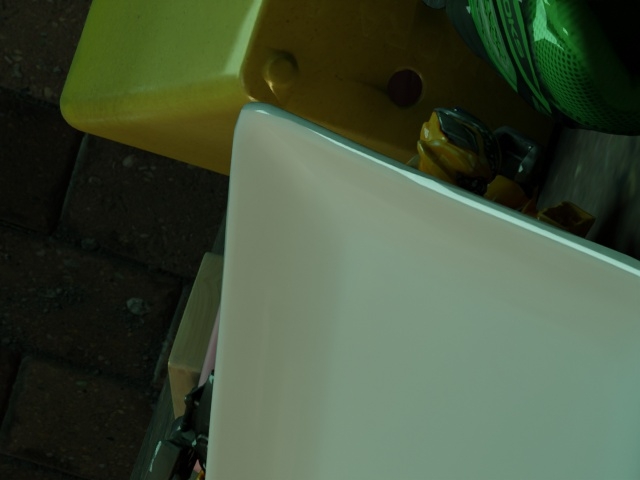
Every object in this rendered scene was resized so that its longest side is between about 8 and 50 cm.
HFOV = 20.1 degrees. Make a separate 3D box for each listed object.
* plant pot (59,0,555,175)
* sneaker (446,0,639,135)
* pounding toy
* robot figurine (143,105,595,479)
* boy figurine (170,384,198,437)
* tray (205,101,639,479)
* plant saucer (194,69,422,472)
[{"bbox_3d":[0.023,-0.119,0.841,0.187,0.212,0.212,-159,86,-71],"label":"plant pot"},{"bbox_3d":[0.128,-0.188,0.505,0.146,0.134,0.343,-108,27,-68],"label":"sneaker"},{"bbox_3d":[-0.056,0.074,1.477,0.130,0.100,0.141,91,-167,-57],"label":"pounding toy"},{"bbox_3d":[0.013,0.094,0.628,0.211,0.085,0.291,-21,-45,-59],"label":"robot figurine"},{"bbox_3d":[-0.098,0.254,1.291,0.177,0.092,0.285,122,168,-55],"label":"boy figurine"},{"bbox_3d":[0.022,0.111,0.444,0.145,0.030,0.270,26,118,43],"label":"tray"},{"bbox_3d":[0.000,0.000,1.170,0.332,0.084,0.332,-163,90,-83],"label":"plant saucer"}]
